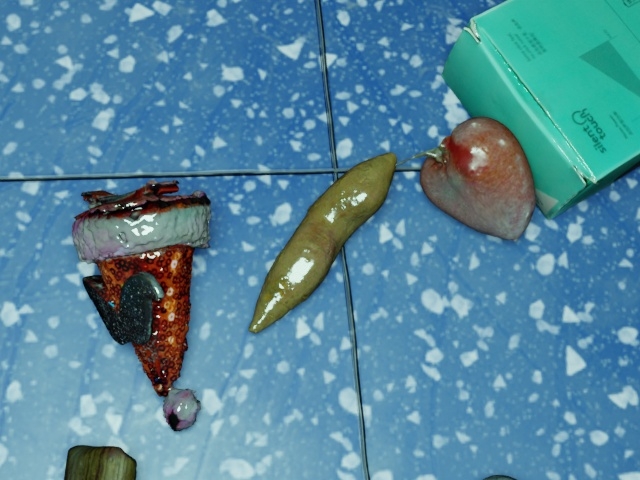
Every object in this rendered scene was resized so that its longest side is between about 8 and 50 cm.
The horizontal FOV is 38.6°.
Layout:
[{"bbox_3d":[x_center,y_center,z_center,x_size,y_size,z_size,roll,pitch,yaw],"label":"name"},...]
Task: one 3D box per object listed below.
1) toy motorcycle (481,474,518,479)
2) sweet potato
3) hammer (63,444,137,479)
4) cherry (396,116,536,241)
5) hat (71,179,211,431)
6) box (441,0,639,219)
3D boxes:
[{"bbox_3d":[0.198,0.318,0.781,0.225,0.073,0.152,37,71,6],"label":"toy motorcycle"},{"bbox_3d":[-0.001,-0.001,0.866,0.051,0.065,0.218,41,80,-18],"label":"sweet potato"},{"bbox_3d":[-0.181,0.345,0.669,0.095,0.243,0.408,38,43,-41],"label":"hammer"},{"bbox_3d":[0.153,-0.062,0.895,0.126,0.106,0.087,54,43,-25],"label":"cherry"},{"bbox_3d":[-0.152,0.057,0.809,0.140,0.129,0.227,-10,89,29],"label":"hat"},{"bbox_3d":[0.308,-0.185,0.949,0.311,0.118,0.205,-31,76,-18],"label":"box"}]
